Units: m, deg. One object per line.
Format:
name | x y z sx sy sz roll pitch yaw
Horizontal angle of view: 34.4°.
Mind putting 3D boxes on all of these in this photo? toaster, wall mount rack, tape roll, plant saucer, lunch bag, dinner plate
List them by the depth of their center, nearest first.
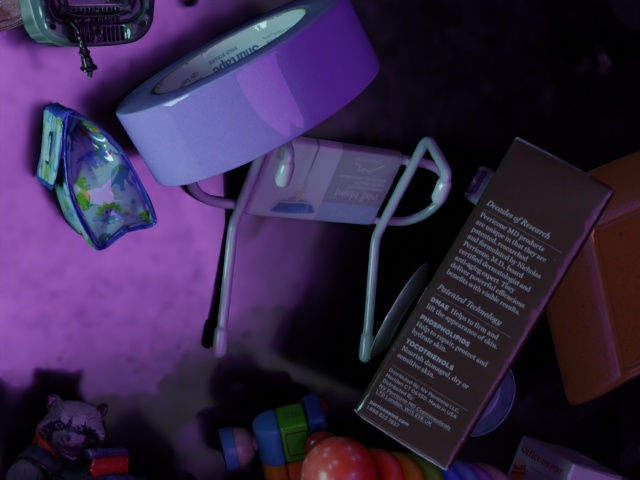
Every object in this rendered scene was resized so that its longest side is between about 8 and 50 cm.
toaster | -0.243 -0.279 1.044 0.129 0.146 0.227 -8 100 -22
tape roll | -0.078 -0.167 1.105 0.275 0.275 0.090 -34 110 -14
lunch bag | -0.255 -0.076 1.126 0.096 0.129 0.151 -26 109 -18
wall mount rack | 0.000 0.000 1.258 0.350 0.130 0.304 5 130 -23
dinner plate | 0.106 0.092 1.315 0.017 0.141 0.141 32 85 13
plant saucer | 0.215 0.212 1.437 0.119 0.021 0.119 -4 101 -23
plant saucer | 0.479 0.043 1.490 0.333 0.081 0.332 -22 107 -18

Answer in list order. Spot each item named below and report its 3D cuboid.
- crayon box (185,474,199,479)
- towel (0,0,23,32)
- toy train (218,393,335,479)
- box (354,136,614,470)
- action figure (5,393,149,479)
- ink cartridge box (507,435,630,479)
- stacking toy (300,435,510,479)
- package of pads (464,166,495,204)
crayon box | -0.032 0.479 1.218 0.106 0.313 0.363 -44 113 -11
towel | -0.326 -0.408 1.088 0.237 0.037 0.329 -29 109 -17
toy train | -0.041 0.324 1.316 0.143 0.105 0.248 -11 114 -5
box | 0.201 0.076 1.275 0.143 0.191 0.381 32 93 10
action figure | -0.324 0.323 1.117 0.341 0.179 0.330 51 56 -67
ink cartridge box | 0.336 0.387 1.461 0.127 0.128 0.176 22 89 -25
stacking toy | 0.102 0.315 1.255 0.330 0.141 0.141 26 89 -42
package of pads | 0.239 -0.059 1.393 0.083 0.032 0.050 30 87 -24
